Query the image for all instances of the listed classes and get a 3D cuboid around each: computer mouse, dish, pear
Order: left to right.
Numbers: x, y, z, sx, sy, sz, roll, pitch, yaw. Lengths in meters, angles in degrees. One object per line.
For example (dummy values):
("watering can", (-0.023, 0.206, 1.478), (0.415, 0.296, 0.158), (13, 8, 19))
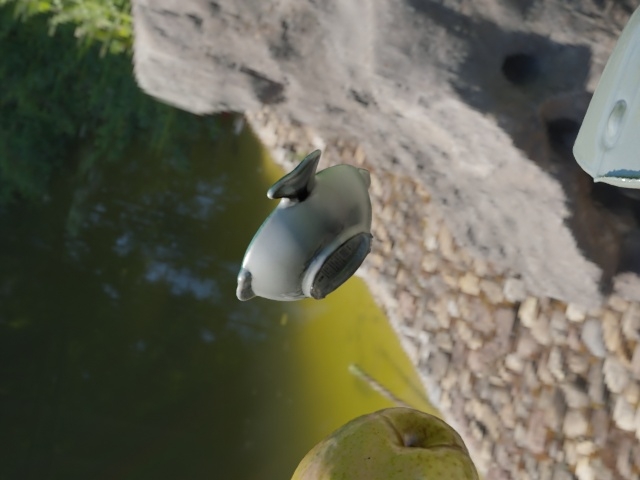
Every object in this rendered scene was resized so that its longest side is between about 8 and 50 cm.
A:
("dish", (0.000, 0.000, 1.553), (0.224, 0.246, 0.078), (-41, 67, -16))
("pear", (0.054, 0.216, 1.017), (0.178, 0.178, 0.178), (-35, 47, 49))
("computer mouse", (0.289, -0.146, 1.081), (0.231, 0.079, 0.128), (-54, 26, -3))
